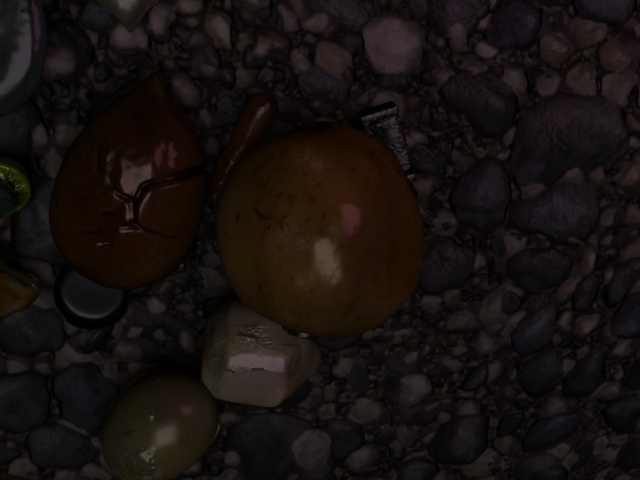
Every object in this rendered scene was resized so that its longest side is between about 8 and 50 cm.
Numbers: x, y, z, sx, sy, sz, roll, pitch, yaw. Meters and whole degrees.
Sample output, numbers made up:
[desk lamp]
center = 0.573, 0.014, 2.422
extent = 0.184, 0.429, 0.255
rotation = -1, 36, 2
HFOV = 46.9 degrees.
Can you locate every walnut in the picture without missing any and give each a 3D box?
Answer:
[walnut]
center = -0.246, -0.073, 0.968
extent = 0.203, 0.203, 0.298
rotation = 10, 113, -12

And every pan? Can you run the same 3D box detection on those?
[pan]
center = -0.295, 0.062, 1.098
extent = 0.212, 0.040, 0.115
rotation = -19, 113, 8

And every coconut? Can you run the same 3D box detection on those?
[coconut]
center = -0.086, 0.166, 1.103
extent = 0.182, 0.171, 0.171
rotation = 6, 111, -7

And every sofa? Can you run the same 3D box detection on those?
[sofa]
center = 0.097, -0.137, 1.072
extent = 0.060, 0.039, 0.118
rotation = -18, 114, -1

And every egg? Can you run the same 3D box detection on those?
[egg]
center = -0.246, 0.288, 1.137
extent = 0.201, 0.164, 0.164
rotation = -41, 112, 11

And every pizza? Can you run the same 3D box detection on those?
[pizza]
center = -0.522, 0.047, 1.010
extent = 0.181, 0.034, 0.262
rotation = -22, 144, 10

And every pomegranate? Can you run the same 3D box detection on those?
[pomegranate]
center = 0.003, -0.018, 0.981
extent = 0.307, 0.307, 0.307
rotation = -3, 113, -7

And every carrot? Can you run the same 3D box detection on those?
[carrot]
center = -0.118, -0.122, 1.046
extent = 0.047, 0.047, 0.191
rotation = 26, 107, -17

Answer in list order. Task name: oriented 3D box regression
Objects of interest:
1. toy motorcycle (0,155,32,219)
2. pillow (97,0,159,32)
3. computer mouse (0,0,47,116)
[toy motorcycle]
center = -0.554, -0.091, 0.939
extent = 0.200, 0.191, 0.326
rotation = -41, 130, 18
[pillow]
center = -0.213, -0.392, 0.919
extent = 0.229, 0.050, 0.148
rotation = -44, 116, 8
[computer mouse]
center = -0.430, -0.332, 0.875
extent = 0.188, 0.122, 0.371
rotation = -8, 106, -8
